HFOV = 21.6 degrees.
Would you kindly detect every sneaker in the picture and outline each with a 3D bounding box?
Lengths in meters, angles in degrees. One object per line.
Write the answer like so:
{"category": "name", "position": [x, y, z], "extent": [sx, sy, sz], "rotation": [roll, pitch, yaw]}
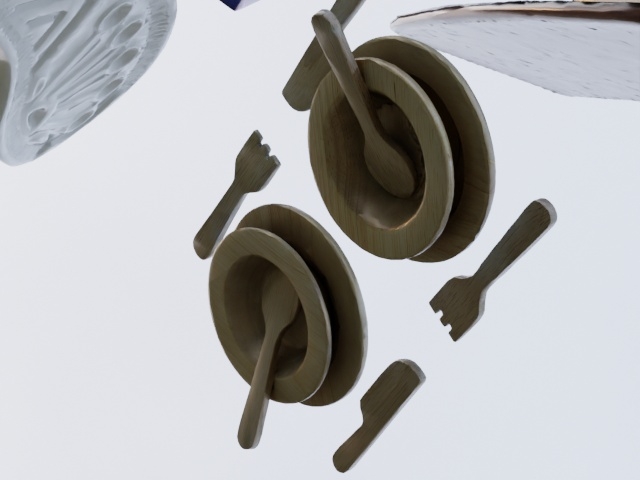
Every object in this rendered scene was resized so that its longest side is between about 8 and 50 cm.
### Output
{"category": "sneaker", "position": [-0.193, -0.186, 0.835], "extent": [0.236, 0.130, 0.323], "rotation": [50, -12, 9]}

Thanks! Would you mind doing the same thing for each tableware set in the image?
{"category": "tableware set", "position": [0.000, 0.000, 0.648], "extent": [0.128, 0.039, 0.194], "rotation": [55, -40, 19]}

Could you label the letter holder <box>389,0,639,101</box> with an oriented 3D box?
{"category": "letter holder", "position": [0.108, -0.160, 0.749], "extent": [0.214, 0.152, 0.302], "rotation": [15, 2, -19]}

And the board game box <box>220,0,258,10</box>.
{"category": "board game box", "position": [-0.114, -0.405, 1.353], "extent": [0.318, 0.066, 0.318], "rotation": [36, -58, 10]}
